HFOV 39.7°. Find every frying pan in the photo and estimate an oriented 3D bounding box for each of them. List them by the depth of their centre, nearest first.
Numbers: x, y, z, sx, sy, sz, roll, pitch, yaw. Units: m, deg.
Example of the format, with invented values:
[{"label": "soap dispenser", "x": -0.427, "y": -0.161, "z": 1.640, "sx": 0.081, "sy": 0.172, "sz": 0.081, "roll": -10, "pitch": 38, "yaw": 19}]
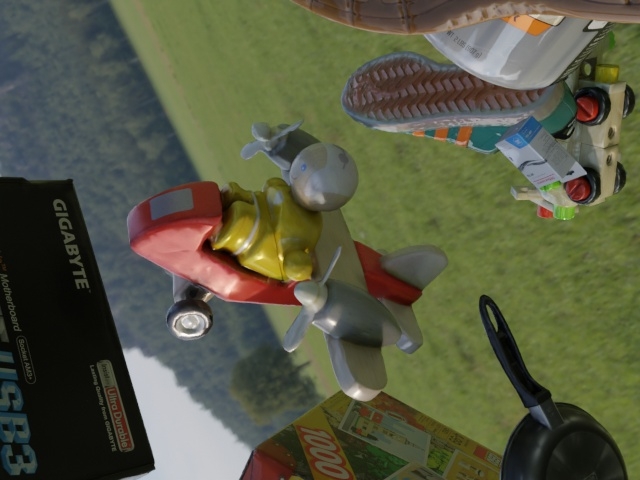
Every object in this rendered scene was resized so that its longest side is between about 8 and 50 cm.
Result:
[{"label": "frying pan", "x": 0.289, "y": 0.225, "z": 1.047, "sx": 0.053, "sy": 0.197, "sz": 0.326, "roll": -20, "pitch": 70, "yaw": 58}]

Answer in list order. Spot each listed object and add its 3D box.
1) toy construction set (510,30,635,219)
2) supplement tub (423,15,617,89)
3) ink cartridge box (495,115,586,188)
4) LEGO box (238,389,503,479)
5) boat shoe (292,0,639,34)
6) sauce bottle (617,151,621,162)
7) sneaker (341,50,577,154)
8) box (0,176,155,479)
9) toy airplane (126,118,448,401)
[{"label": "toy construction set", "x": 0.306, "y": -0.156, "z": 1.175, "sx": 0.215, "sy": 0.151, "sz": 0.328, "roll": 24, "pitch": 136, "yaw": 46}, {"label": "supplement tub", "x": 0.210, "y": -0.287, "z": 0.703, "sx": 0.194, "sy": 0.193, "sz": 0.316, "roll": 63, "pitch": 146, "yaw": 21}, {"label": "ink cartridge box", "x": 0.225, "y": -0.083, "z": 0.905, "sx": 0.083, "sy": 0.028, "sz": 0.048, "roll": 43, "pitch": 162, "yaw": -7}, {"label": "LEGO box", "x": 0.110, "y": 0.413, "z": 1.308, "sx": 0.372, "sy": 0.193, "sz": 0.500, "roll": 26, "pitch": -171, "yaw": 15}, {"label": "boat shoe", "x": 0.105, "y": -0.198, "z": 0.531, "sx": 0.123, "sy": 0.341, "sz": 0.123, "roll": -43, "pitch": -46, "yaw": -49}, {"label": "sauce bottle", "x": 0.367, "y": -0.139, "z": 1.240, "sx": 0.128, "sy": 0.042, "sz": 0.042, "roll": 53, "pitch": 169, "yaw": 50}, {"label": "sneaker", "x": 0.165, "y": -0.157, "z": 1.082, "sx": 0.302, "sy": 0.108, "sz": 0.121, "roll": 10, "pitch": 162, "yaw": 39}, {"label": "box", "x": -0.309, "y": 0.088, "z": 0.732, "sx": 0.293, "sy": 0.073, "sz": 0.296, "roll": -3, "pitch": -112, "yaw": -45}, {"label": "toy airplane", "x": 0.000, "y": 0.000, "z": 1.149, "sx": 0.386, "sy": 0.384, "sz": 0.273, "roll": 34, "pitch": 126, "yaw": 18}]
